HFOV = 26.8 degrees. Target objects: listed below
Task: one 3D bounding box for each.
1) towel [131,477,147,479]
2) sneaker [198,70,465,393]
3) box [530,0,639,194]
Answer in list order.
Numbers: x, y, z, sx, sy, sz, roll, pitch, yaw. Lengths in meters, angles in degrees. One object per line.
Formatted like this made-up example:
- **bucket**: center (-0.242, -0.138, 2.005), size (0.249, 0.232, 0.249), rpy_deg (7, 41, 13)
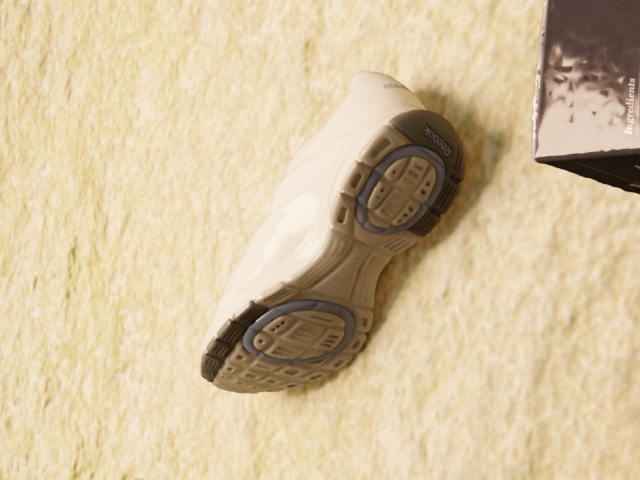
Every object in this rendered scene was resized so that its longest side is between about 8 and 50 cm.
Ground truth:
- **towel**: center (-0.069, 0.329, 1.028), size (0.325, 0.038, 0.247), rpy_deg (3, 71, 42)
- **sneaker**: center (0.000, 0.000, 1.051), size (0.297, 0.111, 0.129), rpy_deg (-52, 33, 22)
- **box**: center (0.244, -0.087, 0.746), size (0.207, 0.153, 0.108), rpy_deg (-1, 80, 47)
